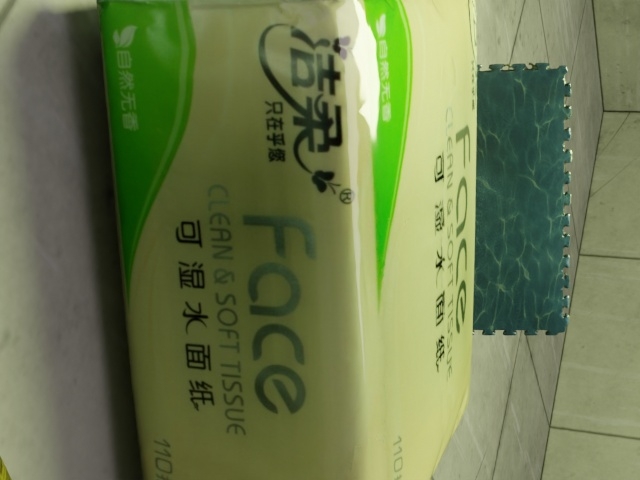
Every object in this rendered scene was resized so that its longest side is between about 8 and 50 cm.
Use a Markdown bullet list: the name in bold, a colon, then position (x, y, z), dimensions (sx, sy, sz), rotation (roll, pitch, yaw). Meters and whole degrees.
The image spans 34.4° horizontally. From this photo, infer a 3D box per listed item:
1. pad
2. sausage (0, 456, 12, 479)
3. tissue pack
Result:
- **pad**: position (0.101, -0.032, 0.973), dimensions (0.012, 0.269, 0.269), rotation (-64, 150, -70)
- **sausage**: position (-0.181, 0.180, 0.472), dimensions (0.123, 0.123, 0.347), rotation (-48, 127, -56)
- **tissue pack**: position (0.000, 0.000, 0.808), dimensions (0.332, 0.205, 0.405), rotation (-39, 131, -65)
